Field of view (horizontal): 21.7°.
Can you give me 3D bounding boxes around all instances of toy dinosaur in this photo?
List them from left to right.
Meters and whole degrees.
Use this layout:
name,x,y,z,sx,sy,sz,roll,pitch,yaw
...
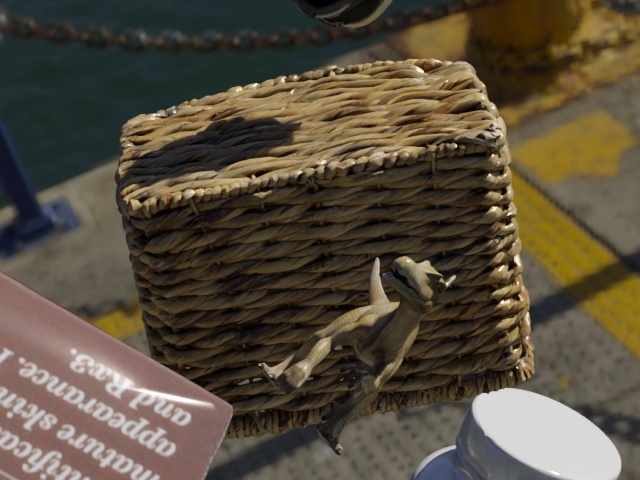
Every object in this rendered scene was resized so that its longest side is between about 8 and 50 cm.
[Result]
name,x,y,z,sx,sy,sz,roll,pitch,yaw
toy dinosaur,0.024,0.046,0.747,0.092,0.053,0.183,-41,0,-6

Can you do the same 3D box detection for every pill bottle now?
name,x,y,z,sx,sy,sz,roll,pitch,yaw
pill bottle,0.142,0.310,1.514,0.188,0.334,0.188,18,23,-8

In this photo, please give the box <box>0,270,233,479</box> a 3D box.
name,x,y,z,sx,sy,sz,roll,pitch,yaw
box,-0.196,0.135,0.544,0.381,0.191,0.143,-50,11,52

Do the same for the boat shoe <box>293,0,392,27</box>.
name,x,y,z,sx,sy,sz,roll,pitch,yaw
boat shoe,0.056,-0.259,1.206,0.084,0.233,0.079,39,18,23

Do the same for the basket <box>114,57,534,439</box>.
name,x,y,z,sx,sy,sz,roll,pitch,yaw
basket,0.000,0.000,1.319,0.299,0.223,0.213,-12,27,-2
